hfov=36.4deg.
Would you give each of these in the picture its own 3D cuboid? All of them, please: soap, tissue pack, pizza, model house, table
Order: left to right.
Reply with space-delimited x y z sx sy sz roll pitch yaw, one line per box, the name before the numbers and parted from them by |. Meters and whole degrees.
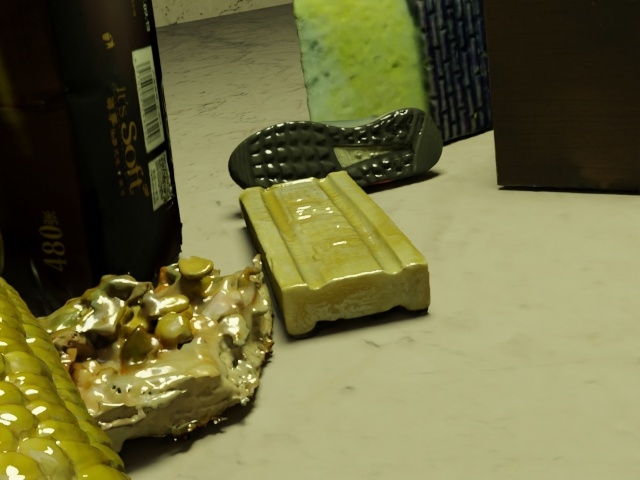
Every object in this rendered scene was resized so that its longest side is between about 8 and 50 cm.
tissue pack | -0.215 -0.129 0.660 0.198 0.370 0.210 -6 13 4
pizza | -0.102 0.055 0.526 0.226 0.069 0.147 -18 19 -27
soap | 0.000 -0.001 0.693 0.092 0.037 0.252 -10 19 -8
model house | 0.079 -0.204 1.009 0.211 0.194 0.170 -8 16 3
table | 0.308 -0.171 0.816 0.250 0.196 0.282 4 22 35

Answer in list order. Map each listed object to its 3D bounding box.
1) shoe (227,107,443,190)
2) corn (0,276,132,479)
shoe | 0.009 -0.074 0.867 0.194 0.074 0.077 -12 7 -18
corn | -0.148 0.069 0.378 0.115 0.115 0.318 -16 34 -23
